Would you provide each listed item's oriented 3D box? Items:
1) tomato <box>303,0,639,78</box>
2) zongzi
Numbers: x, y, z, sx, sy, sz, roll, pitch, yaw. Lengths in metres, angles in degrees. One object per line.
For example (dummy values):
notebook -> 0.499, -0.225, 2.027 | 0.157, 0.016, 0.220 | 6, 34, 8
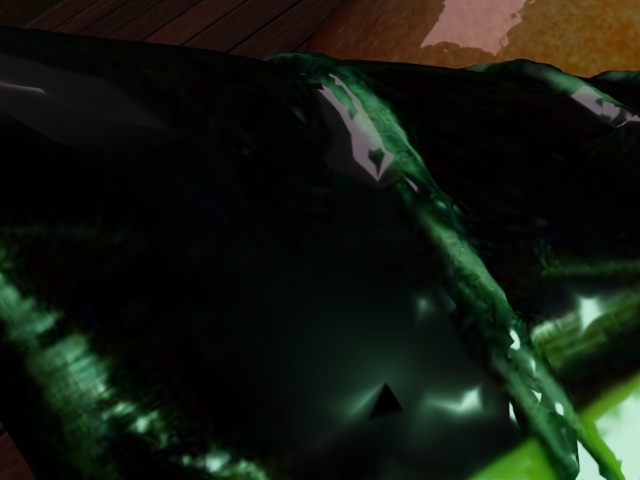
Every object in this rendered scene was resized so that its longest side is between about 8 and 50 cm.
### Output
tomato -> 0.106, -0.050, 0.757 | 0.256, 0.224, 0.256 | -31, 13, 8
zongzi -> 0.046, 0.029, 0.430 | 0.383, 0.362, 0.319 | -39, 4, -30
